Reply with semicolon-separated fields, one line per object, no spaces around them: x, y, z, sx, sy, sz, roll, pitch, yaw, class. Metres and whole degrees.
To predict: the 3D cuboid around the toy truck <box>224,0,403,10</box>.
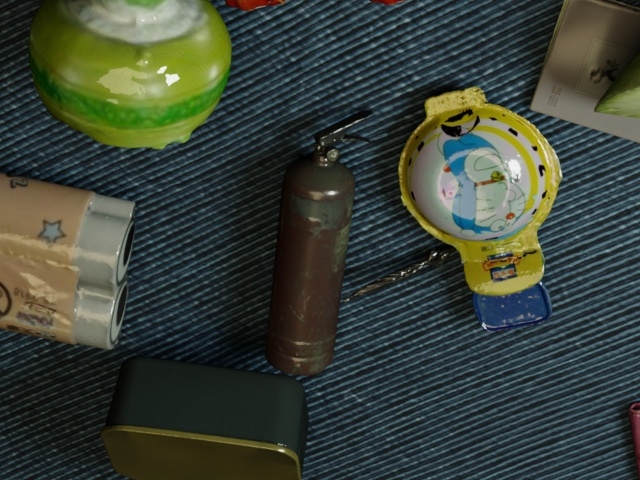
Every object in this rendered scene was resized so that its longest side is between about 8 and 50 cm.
-0.005;-0.340;1.594;0.189;0.239;0.265;-2;157;11;toy truck

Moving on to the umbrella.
0.088;0.027;1.827;0.148;0.022;0.022;-19;102;1;umbrella

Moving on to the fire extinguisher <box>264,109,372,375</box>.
0.000;0.000;1.817;0.089;0.072;0.268;-9;122;-27;fire extinguisher

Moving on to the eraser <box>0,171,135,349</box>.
-0.339;0.014;1.868;0.290;0.087;0.171;12;121;4;eraser

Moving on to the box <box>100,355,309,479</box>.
-0.112;0.188;1.887;0.201;0.090;0.144;7;153;7;box

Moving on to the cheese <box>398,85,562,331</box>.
0.161;-0.027;1.775;0.156;0.064;0.250;-13;112;17;cheese

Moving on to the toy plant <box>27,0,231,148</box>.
-0.160;-0.255;1.627;0.184;0.224;0.316;3;129;-8;toy plant

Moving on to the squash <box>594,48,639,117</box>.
0.378;-0.143;1.589;0.189;0.189;0.260;33;120;-8;squash

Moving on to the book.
0.296;-0.151;1.718;0.181;0.014;0.127;17;118;0;book

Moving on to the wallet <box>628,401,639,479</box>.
0.391;0.261;1.907;0.119;0.025;0.232;-8;115;13;wallet
